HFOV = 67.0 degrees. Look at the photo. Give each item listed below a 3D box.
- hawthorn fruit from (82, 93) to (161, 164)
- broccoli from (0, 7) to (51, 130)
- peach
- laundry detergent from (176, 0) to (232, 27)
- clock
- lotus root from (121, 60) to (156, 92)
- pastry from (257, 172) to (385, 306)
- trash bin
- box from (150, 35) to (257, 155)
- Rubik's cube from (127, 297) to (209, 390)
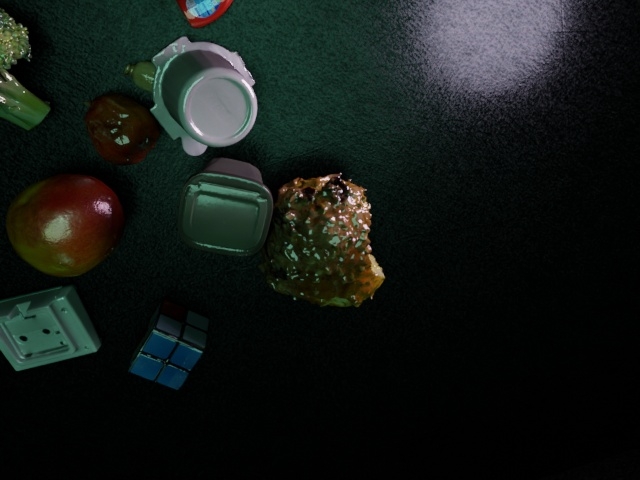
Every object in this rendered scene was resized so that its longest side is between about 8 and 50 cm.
[{"bbox_3d":[-0.497,-0.279,1.213,0.174,0.173,0.179,-17,116,0],"label":"hawthorn fruit"},{"bbox_3d":[-0.801,-0.351,1.089,0.302,0.249,0.375,40,98,-18],"label":"broccoli"},{"bbox_3d":[-0.648,-0.038,1.253,0.281,0.238,0.280,0,89,-10],"label":"peach"},{"bbox_3d":[-0.261,-0.591,1.167,0.165,0.049,0.097,-29,111,3],"label":"laundry detergent"},{"bbox_3d":[-0.829,0.272,1.434,0.263,0.116,0.231,-13,115,-1],"label":"clock"},{"bbox_3d":[-0.419,-0.409,1.215,0.151,0.062,0.073,14,113,-20],"label":"lotus root"},{"bbox_3d":[-0.012,0.010,1.342,0.338,0.292,0.404,-11,126,7],"label":"pastry"},{"bbox_3d":[-0.244,-0.102,1.272,0.220,0.250,0.219,12,112,-12],"label":"trash bin"},{"bbox_3d":[-0.276,-0.317,1.166,0.263,0.206,0.291,8,113,-28],"label":"box"},{"bbox_3d":[-0.456,0.314,1.467,0.167,0.180,0.183,30,109,-19],"label":"Rubik's cube"}]
